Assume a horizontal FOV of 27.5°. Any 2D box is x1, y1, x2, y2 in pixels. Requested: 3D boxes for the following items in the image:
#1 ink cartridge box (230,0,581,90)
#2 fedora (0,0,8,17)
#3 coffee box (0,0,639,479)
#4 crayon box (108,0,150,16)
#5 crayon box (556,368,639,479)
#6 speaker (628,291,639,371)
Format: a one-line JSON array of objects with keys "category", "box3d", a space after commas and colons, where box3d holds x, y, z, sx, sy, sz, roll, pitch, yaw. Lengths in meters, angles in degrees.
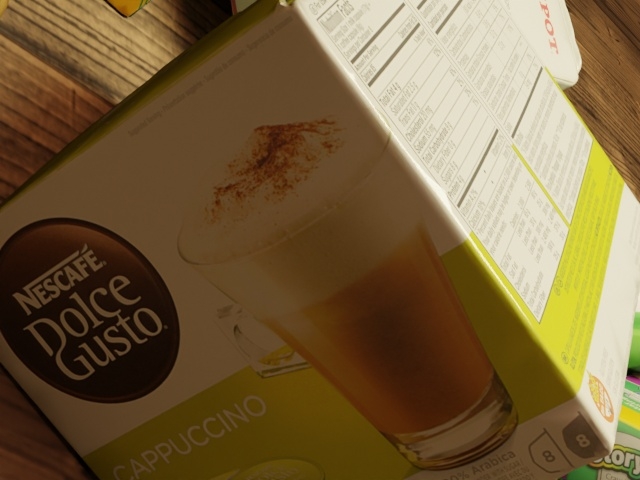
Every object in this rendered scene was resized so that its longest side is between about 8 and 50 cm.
[{"category": "ink cartridge box", "box3d": [0.084, -0.287, 1.378, 0.385, 0.160, 0.279, 5, 68, -48]}, {"category": "fedora", "box3d": [-0.309, -0.223, 0.939, 0.194, 0.079, 0.194, 40, 38, -41]}, {"category": "coffee box", "box3d": [0.000, 0.000, 0.956, 0.334, 0.338, 0.338, 53, 29, -11]}, {"category": "crayon box", "box3d": [-0.205, -0.345, 1.138, 0.278, 0.165, 0.081, 40, 33, -32]}, {"category": "crayon box", "box3d": [0.427, 0.247, 1.430, 0.363, 0.106, 0.313, 25, 15, 35]}, {"category": "speaker", "box3d": [0.274, 0.075, 1.458, 0.297, 0.131, 0.131, 8, 52, -24]}]
